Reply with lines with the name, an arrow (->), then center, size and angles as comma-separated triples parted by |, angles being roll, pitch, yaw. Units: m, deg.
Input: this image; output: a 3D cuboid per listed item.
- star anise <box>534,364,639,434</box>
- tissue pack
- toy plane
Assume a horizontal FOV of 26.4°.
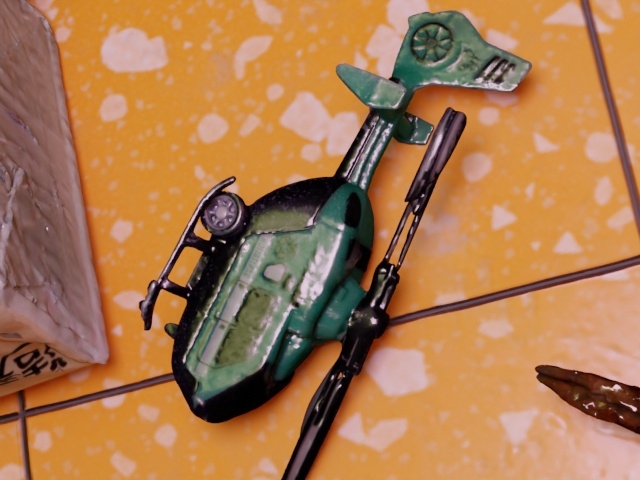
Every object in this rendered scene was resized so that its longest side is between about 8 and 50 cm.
star anise -> 0.270, 0.125, 0.837 | 0.288, 0.088, 0.288 | -7, 72, 21
tissue pack -> -0.398, -0.010, 1.060 | 0.405, 0.205, 0.332 | -20, 65, 14
toy plane -> 0.000, 0.000, 0.972 | 0.155, 0.106, 0.382 | 27, 87, 19
